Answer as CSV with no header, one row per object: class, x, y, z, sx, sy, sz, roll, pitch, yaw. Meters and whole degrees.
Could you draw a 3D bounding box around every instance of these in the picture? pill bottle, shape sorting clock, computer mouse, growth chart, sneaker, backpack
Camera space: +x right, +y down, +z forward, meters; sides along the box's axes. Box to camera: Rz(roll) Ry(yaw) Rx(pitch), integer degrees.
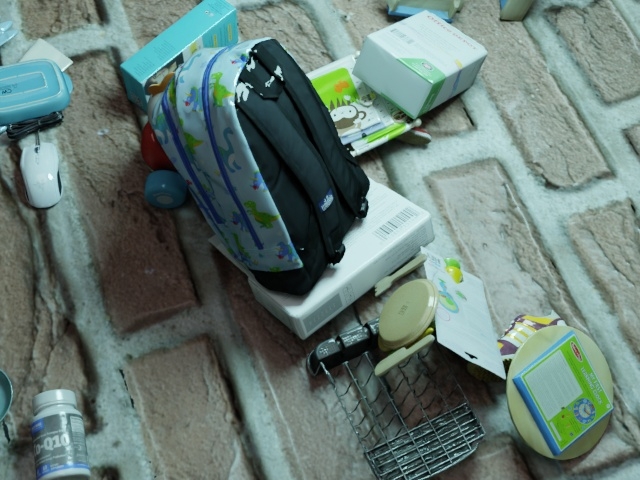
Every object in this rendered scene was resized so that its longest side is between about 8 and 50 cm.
pill bottle,-0.395,0.301,1.400,0.078,0.078,0.137,-13,63,-8
shape sorting clock,0.373,0.235,1.440,0.206,0.040,0.206,2,85,-22
computer mouse,-0.502,-0.148,1.657,0.106,0.042,0.193,-12,63,-9
growth chart,0.055,-0.250,1.715,0.172,0.021,0.237,-31,60,-3
sneaker,0.315,0.169,1.505,0.186,0.069,0.083,-12,51,-13
sneaker,0.153,-0.220,1.716,0.119,0.042,0.067,15,66,9
backpack,-0.093,-0.140,1.447,0.274,0.355,0.290,10,51,25

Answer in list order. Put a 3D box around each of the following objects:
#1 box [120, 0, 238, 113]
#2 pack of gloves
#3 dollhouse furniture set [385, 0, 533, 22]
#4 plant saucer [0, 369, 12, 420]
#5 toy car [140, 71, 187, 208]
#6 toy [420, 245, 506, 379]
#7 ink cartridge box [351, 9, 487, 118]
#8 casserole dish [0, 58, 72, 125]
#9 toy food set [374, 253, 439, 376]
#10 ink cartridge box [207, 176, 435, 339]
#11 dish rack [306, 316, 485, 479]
box,-0.261,-0.352,1.741,0.060,0.100,0.244,39,68,17
pack of gloves,-0.620,-0.309,1.750,0.195,0.046,0.232,36,66,1
dollhouse furniture set,0.278,-0.588,1.779,0.304,0.286,0.198,3,61,-13
plant saucer,-0.542,0.252,1.453,0.119,0.021,0.119,1,61,-1
toy car,-0.212,-0.202,1.585,0.210,0.238,0.219,3,62,0
toy,0.213,0.122,1.480,0.137,0.056,0.237,29,34,-21
ink cartridge box,0.186,-0.328,1.706,0.154,0.093,0.212,39,44,16
casserole dish,-0.554,-0.280,1.711,0.189,0.037,0.114,-17,74,-18
toy food set,0.137,0.118,1.422,0.038,0.132,0.192,36,36,-27
ink cartridge box,0.000,0.000,1.581,0.296,0.066,0.261,-36,46,-19
dish rack,0.122,0.244,1.453,0.208,0.074,0.271,-23,67,-12
